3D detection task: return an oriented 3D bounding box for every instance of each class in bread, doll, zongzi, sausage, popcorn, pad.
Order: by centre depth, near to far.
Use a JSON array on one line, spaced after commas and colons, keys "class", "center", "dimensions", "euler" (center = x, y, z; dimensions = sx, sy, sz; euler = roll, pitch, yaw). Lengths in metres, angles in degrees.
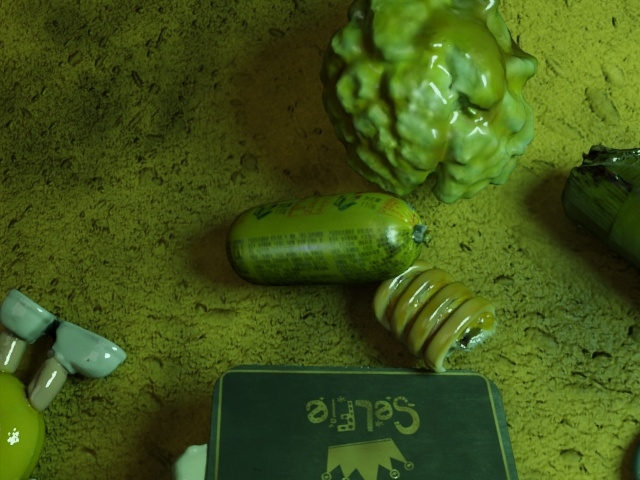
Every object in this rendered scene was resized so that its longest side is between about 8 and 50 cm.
[{"class": "pad", "center": [0.053, 0.211, 0.994], "dimensions": [0.375, 0.063, 0.315], "euler": [2, 45, -5]}, {"class": "zongzi", "center": [0.489, -0.065, 1.005], "dimensions": [0.300, 0.145, 0.274], "euler": [-36, 58, -13]}, {"class": "bread", "center": [0.147, 0.096, 1.080], "dimensions": [0.119, 0.084, 0.177], "euler": [-43, 55, -14]}, {"class": "popcorn", "center": [0.138, -0.213, 1.085], "dimensions": [0.279, 0.274, 0.335], "euler": [-21, 61, -16]}, {"class": "sausage", "center": [0.000, 0.000, 1.122], "dimensions": [0.347, 0.123, 0.123], "euler": [-5, 71, 37]}, {"class": "doll", "center": [-0.480, 0.283, 1.229], "dimensions": [0.348, 0.161, 0.423], "euler": [-1, 67, 15]}]

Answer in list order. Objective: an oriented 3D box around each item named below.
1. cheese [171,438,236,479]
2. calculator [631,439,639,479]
[{"class": "cheese", "center": [-0.071, 0.359, 1.060], "dimensions": [0.248, 0.251, 0.173], "euler": [-4, 52, -18]}, {"class": "calculator", "center": [0.474, 0.259, 0.938], "dimensions": [0.299, 0.041, 0.185], "euler": [-45, 64, 1]}]
